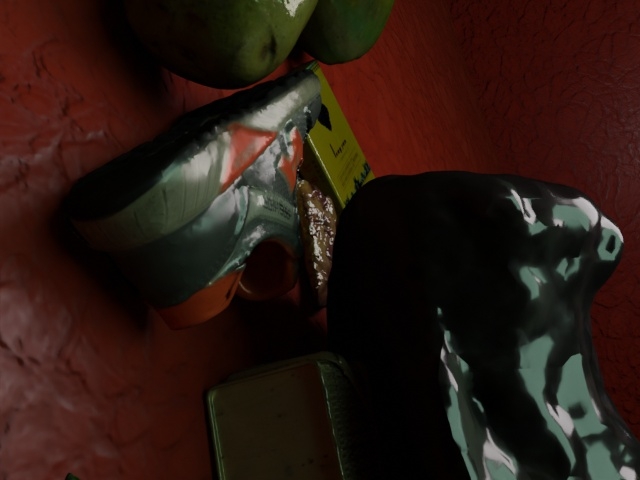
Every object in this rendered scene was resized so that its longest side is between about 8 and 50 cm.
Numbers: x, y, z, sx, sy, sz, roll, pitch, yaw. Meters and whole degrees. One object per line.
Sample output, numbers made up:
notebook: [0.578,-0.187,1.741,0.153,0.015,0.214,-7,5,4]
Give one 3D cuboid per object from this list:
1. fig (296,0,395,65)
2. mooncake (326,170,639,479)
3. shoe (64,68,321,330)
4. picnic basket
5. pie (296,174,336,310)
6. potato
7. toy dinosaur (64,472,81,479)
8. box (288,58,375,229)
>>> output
fig: [0.021,-0.339,0.827,0.181,0.181,0.190,-41,127,-63]
mooncake: [0.130,0.129,0.549,0.212,0.351,0.380,-2,86,-20]
shoe: [-0.059,-0.036,0.533,0.170,0.133,0.336,67,27,-20]
picnic basket: [-0.015,0.176,0.479,0.079,0.115,0.164,21,55,-60]
pie: [0.000,0.000,0.721,0.092,0.034,0.169,9,64,-57]
potato: [-0.090,-0.258,0.542,0.228,0.197,0.148,-65,152,-15]
toy dinosaur: [-0.147,0.239,0.183,0.301,0.087,0.446,-64,134,-65]
box: [0.025,-0.096,0.825,0.278,0.041,0.153,60,28,-20]
